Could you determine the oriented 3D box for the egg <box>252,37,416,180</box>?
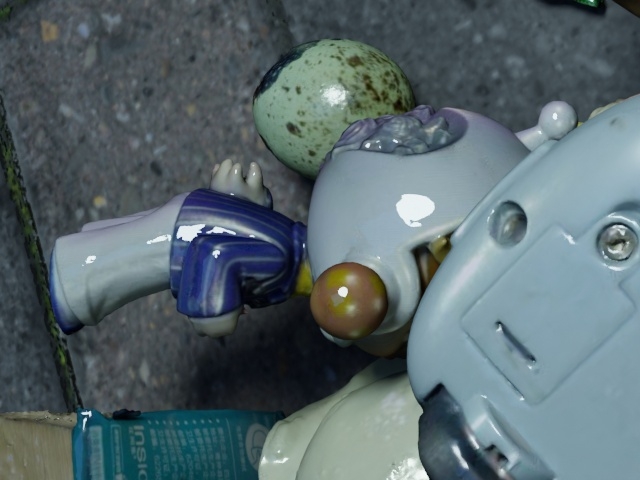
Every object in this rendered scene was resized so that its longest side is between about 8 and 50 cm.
[{"bbox_3d":[0.006,-0.077,0.935,0.110,0.085,0.085,23,98,46],"label":"egg"}]

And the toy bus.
[{"bbox_3d":[0.193,0.071,0.674,0.287,0.232,0.194,47,115,12],"label":"toy bus"}]

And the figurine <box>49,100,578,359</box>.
[{"bbox_3d":[-0.001,-0.001,0.858,0.274,0.194,0.133,-3,95,32],"label":"figurine"}]

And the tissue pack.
[{"bbox_3d":[-0.108,0.228,0.915,0.134,0.192,0.270,-10,78,34],"label":"tissue pack"}]

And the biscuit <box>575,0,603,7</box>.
[{"bbox_3d":[0.146,-0.175,0.885,0.046,0.016,0.089,16,94,35],"label":"biscuit"}]

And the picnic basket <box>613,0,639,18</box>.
[{"bbox_3d":[0.257,-0.210,0.609,0.337,0.293,0.337,28,129,41],"label":"picnic basket"}]

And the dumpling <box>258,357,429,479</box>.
[{"bbox_3d":[0.078,0.123,0.834,0.258,0.147,0.193,16,63,42],"label":"dumpling"}]

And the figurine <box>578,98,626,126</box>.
[{"bbox_3d":[0.144,-0.033,0.855,0.051,0.047,0.083,0,80,47],"label":"figurine"}]
